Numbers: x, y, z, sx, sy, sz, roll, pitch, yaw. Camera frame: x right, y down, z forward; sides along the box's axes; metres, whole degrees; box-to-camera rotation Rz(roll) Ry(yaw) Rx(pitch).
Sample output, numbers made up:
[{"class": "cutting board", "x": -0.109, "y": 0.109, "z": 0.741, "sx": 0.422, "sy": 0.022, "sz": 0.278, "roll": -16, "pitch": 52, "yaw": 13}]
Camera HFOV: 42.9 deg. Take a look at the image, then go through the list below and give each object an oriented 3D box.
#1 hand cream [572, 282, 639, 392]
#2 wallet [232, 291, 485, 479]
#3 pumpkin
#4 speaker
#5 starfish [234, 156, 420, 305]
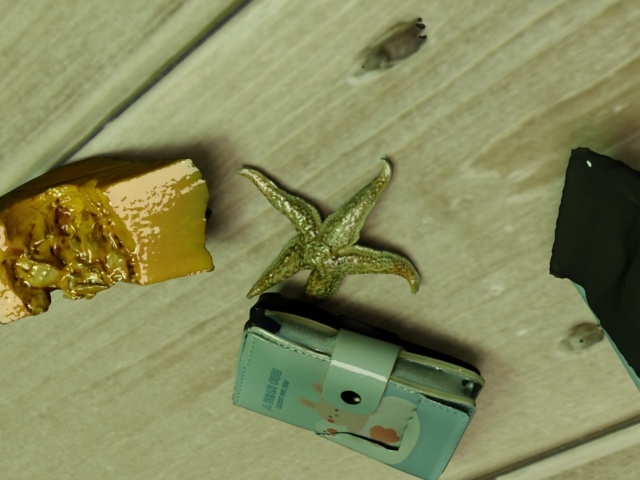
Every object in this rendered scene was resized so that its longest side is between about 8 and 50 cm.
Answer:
[{"class": "hand cream", "x": 0.338, "y": 0.123, "z": 0.778, "sx": 0.111, "sy": 0.070, "sz": 0.312, "roll": -22, "pitch": 103, "yaw": 28}, {"class": "wallet", "x": 0.032, "y": 0.159, "z": 0.868, "sx": 0.250, "sy": 0.075, "sz": 0.176, "roll": 20, "pitch": 137, "yaw": 6}, {"class": "pumpkin", "x": -0.223, "y": -0.015, "z": 0.833, "sx": 0.248, "sy": 0.126, "sz": 0.131, "roll": -11, "pitch": 108, "yaw": 2}, {"class": "speaker", "x": 0.401, "y": 0.020, "z": 0.632, "sx": 0.388, "sy": 0.184, "sz": 0.180, "roll": -3, "pitch": 129, "yaw": -3}, {"class": "starfish", "x": -0.001, "y": 0.001, "z": 0.815, "sx": 0.217, "sy": 0.050, "sz": 0.223, "roll": 39, "pitch": 118, "yaw": 2}]
